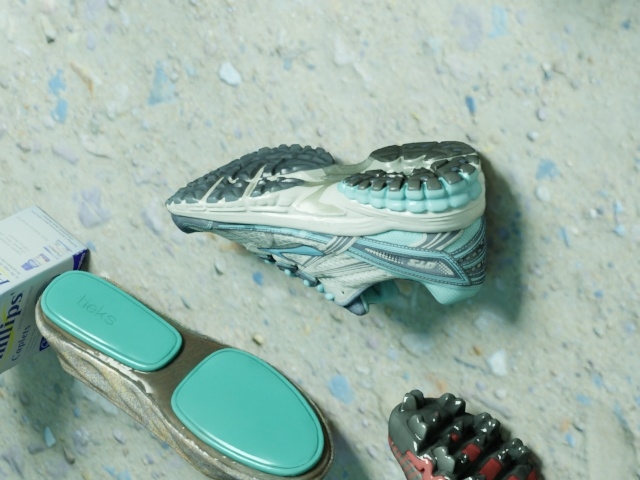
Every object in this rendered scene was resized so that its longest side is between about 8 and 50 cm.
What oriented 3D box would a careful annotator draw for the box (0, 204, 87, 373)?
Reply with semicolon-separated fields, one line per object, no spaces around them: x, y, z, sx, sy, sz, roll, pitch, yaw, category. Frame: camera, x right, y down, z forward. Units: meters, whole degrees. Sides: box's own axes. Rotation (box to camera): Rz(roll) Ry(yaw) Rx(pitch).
-0.288;0.055;1.642;0.072;0.137;0.126;38;129;18;box

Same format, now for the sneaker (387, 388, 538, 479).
0.136;0.241;1.418;0.276;0.097;0.135;47;129;9;sneaker

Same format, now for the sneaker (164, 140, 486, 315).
0.000;0.000;1.412;0.283;0.110;0.122;3;115;38;sneaker

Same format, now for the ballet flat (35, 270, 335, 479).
-0.111;0.132;1.580;0.316;0.107;0.106;34;148;28;ballet flat
